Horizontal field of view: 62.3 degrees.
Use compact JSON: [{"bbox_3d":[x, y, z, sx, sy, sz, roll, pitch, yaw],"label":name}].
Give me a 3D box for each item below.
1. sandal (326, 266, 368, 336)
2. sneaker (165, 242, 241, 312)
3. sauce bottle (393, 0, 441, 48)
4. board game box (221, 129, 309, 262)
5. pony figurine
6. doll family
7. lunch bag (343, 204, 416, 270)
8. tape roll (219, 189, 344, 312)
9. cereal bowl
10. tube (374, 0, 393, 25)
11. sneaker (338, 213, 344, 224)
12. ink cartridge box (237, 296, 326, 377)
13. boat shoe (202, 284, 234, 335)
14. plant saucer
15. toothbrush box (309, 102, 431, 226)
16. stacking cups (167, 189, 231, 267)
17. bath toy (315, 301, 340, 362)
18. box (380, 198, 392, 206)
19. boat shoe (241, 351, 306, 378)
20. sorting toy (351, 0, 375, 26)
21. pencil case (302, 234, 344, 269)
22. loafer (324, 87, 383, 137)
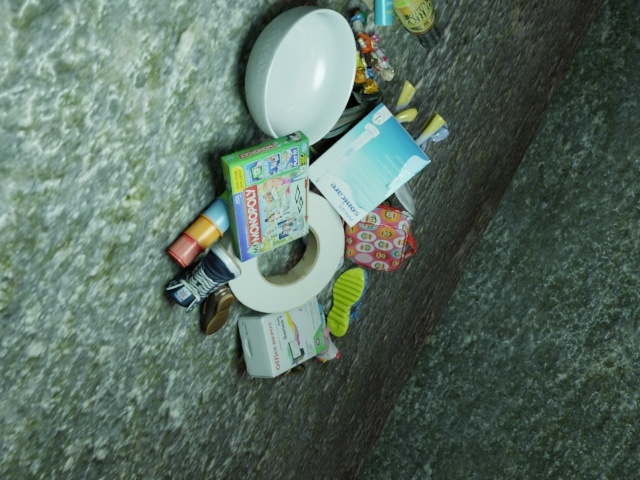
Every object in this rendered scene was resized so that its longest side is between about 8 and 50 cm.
[{"bbox_3d":[0.119,0.234,2.149,0.138,0.126,0.317,-24,142,-50],"label":"sandal"},{"bbox_3d":[-0.297,0.099,1.326,0.153,0.099,0.282,-40,-175,-22],"label":"sneaker"},{"bbox_3d":[0.292,-0.710,1.631,0.344,0.111,0.111,20,97,-58],"label":"sauce bottle"},{"bbox_3d":[-0.130,-0.104,1.344,0.214,0.046,0.317,-25,140,-24],"label":"board game box"},{"bbox_3d":[0.239,-0.287,1.721,0.363,0.302,0.351,-43,138,18],"label":"pony figurine"},{"bbox_3d":[0.121,-0.505,1.501,0.263,0.119,0.163,-6,76,-67],"label":"doll family"},{"bbox_3d":[0.217,-0.005,1.907,0.293,0.259,0.120,93,10,-56],"label":"lunch bag"},{"bbox_3d":[-0.107,0.029,1.556,0.392,0.072,0.391,-14,118,-27],"label":"tape roll"},{"bbox_3d":[-0.064,-0.411,1.319,0.339,0.141,0.338,-35,141,-35],"label":"cereal bowl"},{"bbox_3d":[0.175,-0.699,1.445,0.080,0.052,0.206,-44,141,-46],"label":"tube"},{"bbox_3d":[0.087,-0.129,1.826,0.128,0.087,0.221,-28,137,-41],"label":"sneaker"},{"bbox_3d":[-0.122,0.315,1.772,0.278,0.117,0.201,-16,96,-50],"label":"ink cartridge box"},{"bbox_3d":[-0.302,0.193,1.524,0.073,0.073,0.207,-23,152,-43],"label":"boat shoe"},{"bbox_3d":[0.033,-0.389,1.580,0.278,0.041,0.277,-37,142,-35],"label":"plant saucer"},{"bbox_3d":[0.137,-0.215,1.535,0.296,0.216,0.126,-41,179,14],"label":"toothbrush box"},{"bbox_3d":[-0.262,-0.060,1.378,0.316,0.096,0.096,-47,147,-15],"label":"stacking cups"},{"bbox_3d":[-0.004,0.380,2.065,0.151,0.129,0.348,-48,148,-21],"label":"bath toy"},{"bbox_3d":[0.184,-0.148,1.977,0.100,0.060,0.244,-60,149,-2],"label":"box"},{"bbox_3d":[-0.151,0.426,1.888,0.123,0.123,0.342,-57,149,-7],"label":"boat shoe"},{"bbox_3d":[0.130,-0.731,1.437,0.132,0.046,0.274,19,99,-59],"label":"sorting toy"},{"bbox_3d":[0.000,0.000,1.778,0.114,0.124,0.273,-14,142,6],"label":"pencil case"},{"bbox_3d":[0.088,-0.391,1.536,0.268,0.096,0.084,-40,137,-28],"label":"loafer"}]
